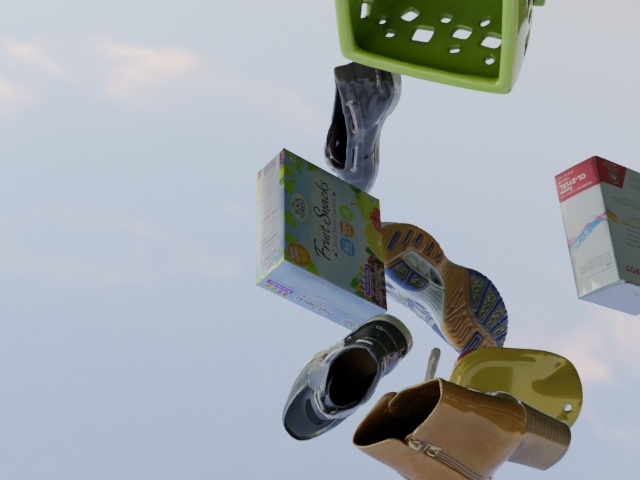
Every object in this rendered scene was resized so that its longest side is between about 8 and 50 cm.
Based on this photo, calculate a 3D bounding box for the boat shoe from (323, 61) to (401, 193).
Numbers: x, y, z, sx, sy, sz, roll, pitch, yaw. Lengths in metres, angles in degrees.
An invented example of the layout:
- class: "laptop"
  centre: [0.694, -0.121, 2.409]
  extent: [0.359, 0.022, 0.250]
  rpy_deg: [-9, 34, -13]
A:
- class: "boat shoe"
  centre: [0.042, -0.172, 2.115]
  extent: [0.095, 0.335, 0.112]
  rpy_deg: [-11, -118, -15]

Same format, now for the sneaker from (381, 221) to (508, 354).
- class: "sneaker"
  centre: [0.162, 0.067, 2.066]
  extent: [0.296, 0.112, 0.131]
  rpy_deg: [47, 163, -27]

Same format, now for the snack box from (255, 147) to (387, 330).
- class: "snack box"
  centre: [0.000, 0.000, 1.860]
  extent: [0.174, 0.070, 0.207]
  rpy_deg: [28, -141, -27]

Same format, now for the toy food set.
- class: "toy food set"
  centre: [0.243, 0.197, 1.874]
  extent: [0.218, 0.128, 0.071]
  rpy_deg: [5, -169, 9]

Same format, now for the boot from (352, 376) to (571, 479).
- class: "boot"
  centre: [0.118, 0.255, 1.570]
  extent: [0.211, 0.295, 0.104]
  rpy_deg: [20, -139, -27]

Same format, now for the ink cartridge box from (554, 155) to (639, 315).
- class: "ink cartridge box"
  centre: [0.374, -0.004, 1.760]
  extent: [0.127, 0.072, 0.175]
  rpy_deg: [16, -122, -40]

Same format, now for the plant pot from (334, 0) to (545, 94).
- class: "plant pot"
  centre: [0.156, -0.337, 1.642]
  extent: [0.228, 0.227, 0.207]
  rpy_deg: [15, -132, 20]

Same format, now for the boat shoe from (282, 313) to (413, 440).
- class: "boat shoe"
  centre: [0.017, 0.176, 1.679]
  extent: [0.084, 0.233, 0.079]
  rpy_deg: [42, -141, -2]
